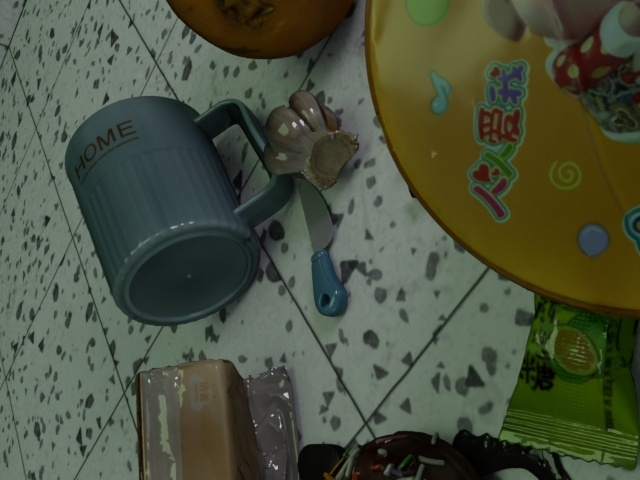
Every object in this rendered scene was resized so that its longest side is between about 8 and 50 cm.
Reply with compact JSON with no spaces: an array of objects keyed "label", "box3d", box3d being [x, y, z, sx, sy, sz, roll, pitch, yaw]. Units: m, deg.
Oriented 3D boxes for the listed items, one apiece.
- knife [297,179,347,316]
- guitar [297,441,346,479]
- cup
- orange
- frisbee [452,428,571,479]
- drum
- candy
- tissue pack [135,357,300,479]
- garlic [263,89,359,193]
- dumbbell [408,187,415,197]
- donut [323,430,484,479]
[{"label":"knife","box3d":[0.001,-0.001,1.141,0.058,0.032,0.244,-39,49,41]},{"label":"guitar","box3d":[0.004,0.393,1.040,0.088,0.025,0.234,-12,72,47]},{"label":"cup","box3d":[-0.231,-0.055,1.295,0.257,0.331,0.311,93,155,-49]},{"label":"orange","box3d":[-0.092,-0.422,1.135,0.312,0.312,0.312,-15,70,47]},{"label":"frisbee","box3d":[0.232,0.210,0.821,0.211,0.012,0.188,20,96,51]},{"label":"drum","box3d":[0.256,-0.161,0.591,0.430,0.214,0.432,7,106,26]},{"label":"candy","box3d":[0.263,0.095,0.762,0.149,0.069,0.247,7,86,45]},{"label":"tissue pack","box3d":[-0.136,0.339,1.111,0.238,0.238,0.306,-28,60,43]},{"label":"garlic","box3d":[-0.027,-0.164,1.149,0.131,0.127,0.194,-64,22,22]},{"label":"dumbbell","box3d":[0.126,-0.097,1.002,0.035,0.040,0.083,-16,64,12]},{"label":"donut","box3d":[0.093,0.349,0.876,0.269,0.103,0.270,-10,76,48]}]
